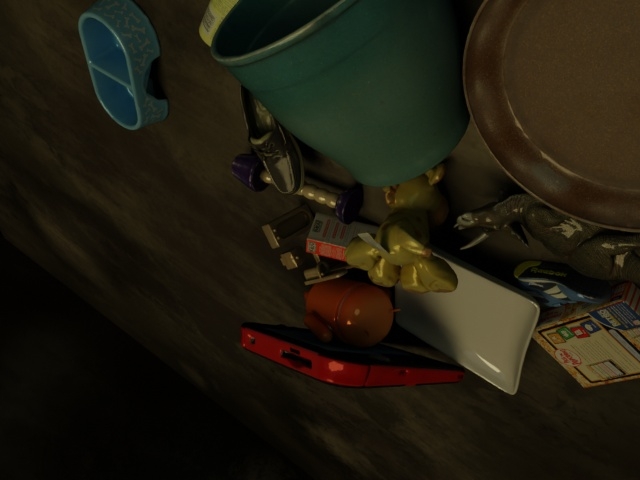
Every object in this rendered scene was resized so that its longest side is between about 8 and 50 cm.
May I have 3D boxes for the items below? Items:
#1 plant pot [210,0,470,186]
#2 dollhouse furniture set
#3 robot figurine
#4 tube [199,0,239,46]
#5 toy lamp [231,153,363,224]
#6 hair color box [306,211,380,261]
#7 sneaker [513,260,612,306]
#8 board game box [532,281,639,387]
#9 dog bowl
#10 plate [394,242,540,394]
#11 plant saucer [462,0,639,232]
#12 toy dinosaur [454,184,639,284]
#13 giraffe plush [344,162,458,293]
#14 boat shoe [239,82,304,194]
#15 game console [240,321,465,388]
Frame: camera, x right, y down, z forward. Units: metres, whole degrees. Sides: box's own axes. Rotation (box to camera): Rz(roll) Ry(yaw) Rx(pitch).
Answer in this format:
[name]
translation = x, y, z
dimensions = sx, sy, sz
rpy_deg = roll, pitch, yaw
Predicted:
[plant pot]
translation = 0.051, -0.213, 0.665
dimensions = 0.271, 0.272, 0.255
rpy_deg = 4, 145, 43
[dollhouse furniture set]
translation = 0.000, 0.000, 1.067
dimensions = 0.123, 0.144, 0.151
rpy_deg = -18, 101, 47
[robot figurine]
translation = 0.055, 0.141, 1.079
dimensions = 0.158, 0.128, 0.219
rpy_deg = 16, 177, -36
[tube]
translation = -0.114, -0.387, 0.808
dimensions = 0.070, 0.062, 0.240
rpy_deg = 7, 153, -29
[toy lamp]
translation = -0.055, -0.106, 1.037
dimensions = 0.274, 0.080, 0.080
rpy_deg = 23, 142, 28
[hair color box]
translation = 0.050, 0.000, 1.018
dimensions = 0.141, 0.072, 0.043
rpy_deg = 15, 142, 6
[sneaker]
translation = 0.373, 0.072, 0.829
dimensions = 0.144, 0.053, 0.059
rpy_deg = 16, 138, 47
[board game box]
translation = 0.449, 0.155, 0.849
dimensions = 0.147, 0.045, 0.193
rpy_deg = 44, 147, -3
[dog bowl]
translation = -0.410, -0.356, 1.120
dimensions = 0.166, 0.074, 0.297
rpy_deg = 32, 145, 16
[plate]
translation = 0.257, 0.127, 0.986
dimensions = 0.277, 0.045, 0.278
rpy_deg = 29, 145, 32
[plant saucer]
translation = 0.287, -0.144, 0.537
dimensions = 0.310, 0.050, 0.311
rpy_deg = 38, 153, 23
[toy dinosaur]
translation = 0.351, -0.015, 0.724
dimensions = 0.313, 0.121, 0.160
rpy_deg = 26, 156, 15
[giraffe plush]
translation = 0.139, -0.031, 0.861
dimensions = 0.181, 0.170, 0.210
rpy_deg = 9, 155, 29
[boat shoe]
translation = -0.093, -0.180, 0.944
dimensions = 0.080, 0.073, 0.224
rpy_deg = -7, 106, 32
[game console]
translation = 0.050, 0.230, 1.127
dimensions = 0.386, 0.342, 0.060
rpy_deg = 6, 88, 53
